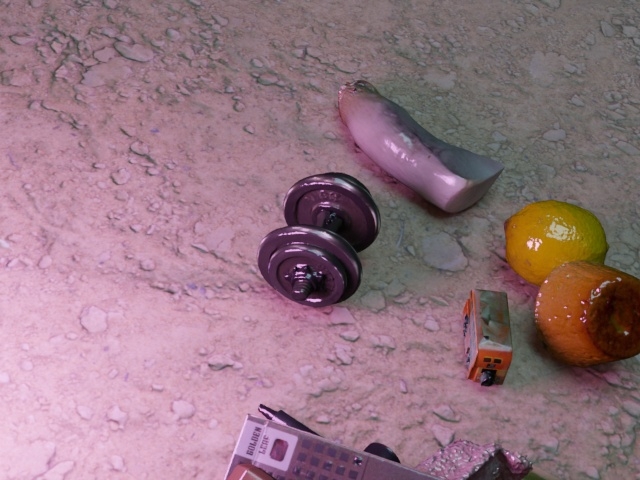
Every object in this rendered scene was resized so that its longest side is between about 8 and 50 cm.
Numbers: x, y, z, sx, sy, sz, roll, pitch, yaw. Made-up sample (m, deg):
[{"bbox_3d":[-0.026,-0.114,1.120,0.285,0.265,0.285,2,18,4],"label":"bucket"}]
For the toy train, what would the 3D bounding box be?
[{"bbox_3d":[0.298,0.171,1.916,0.072,0.099,0.188,9,45,-6],"label":"toy train"}]

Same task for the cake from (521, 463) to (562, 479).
[{"bbox_3d":[0.387,0.452,1.710,0.086,0.116,0.220,-20,21,-32],"label":"cake"}]

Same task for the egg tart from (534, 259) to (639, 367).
[{"bbox_3d":[0.496,0.135,1.910,0.202,0.147,0.202,0,91,-14],"label":"egg tart"}]

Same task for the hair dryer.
[{"bbox_3d":[-0.010,0.343,1.715,0.255,0.070,0.128,27,47,23],"label":"hair dryer"}]

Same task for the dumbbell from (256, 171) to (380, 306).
[{"bbox_3d":[0.000,0.000,1.945,0.192,0.192,0.290,18,46,4],"label":"dumbbell"}]

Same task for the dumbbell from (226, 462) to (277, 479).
[{"bbox_3d":[-0.140,0.427,1.522,0.082,0.092,0.231,21,67,41],"label":"dumbbell"}]

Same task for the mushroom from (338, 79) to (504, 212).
[{"bbox_3d":[0.173,-0.207,2.235,0.397,0.126,0.177,37,40,22],"label":"mushroom"}]

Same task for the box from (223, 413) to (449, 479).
[{"bbox_3d":[0.012,0.391,1.591,0.325,0.047,0.180,16,75,13],"label":"box"}]

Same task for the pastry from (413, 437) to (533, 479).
[{"bbox_3d":[0.196,0.385,1.682,0.265,0.103,0.112,-21,48,-26],"label":"pastry"}]

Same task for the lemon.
[{"bbox_3d":[0.450,0.009,2.056,0.193,0.180,0.180,-3,47,-29],"label":"lemon"}]
